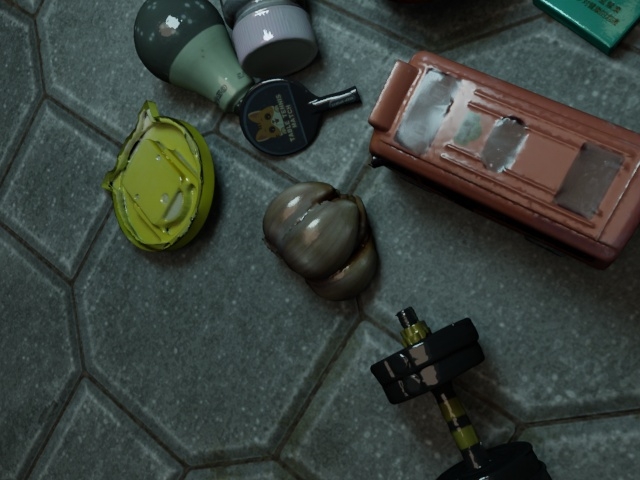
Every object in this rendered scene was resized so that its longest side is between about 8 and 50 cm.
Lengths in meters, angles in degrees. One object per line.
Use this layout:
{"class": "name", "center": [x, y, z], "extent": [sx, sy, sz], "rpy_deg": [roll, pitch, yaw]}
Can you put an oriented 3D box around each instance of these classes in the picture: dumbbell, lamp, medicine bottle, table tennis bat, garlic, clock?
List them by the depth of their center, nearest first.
{"class": "dumbbell", "center": [0.216, 0.285, 0.922], "extent": [0.185, 0.185, 0.388], "rpy_deg": [-30, 76, 17]}
{"class": "garlic", "center": [0.000, 0.000, 1.041], "extent": [0.191, 0.160, 0.214], "rpy_deg": [-45, 69, 18]}
{"class": "medicine bottle", "center": [-0.111, -0.464, 1.114], "extent": [0.165, 0.165, 0.273], "rpy_deg": [-19, 81, 19]}
{"class": "table tennis bat", "center": [-0.040, -0.246, 1.119], "extent": [0.236, 0.027, 0.150], "rpy_deg": [-14, 112, 9]}
{"class": "lamp", "center": [-0.225, -0.361, 1.146], "extent": [0.314, 0.182, 0.182], "rpy_deg": [37, 100, 15]}
{"class": "clock", "center": [-0.325, -0.118, 1.223], "extent": [0.277, 0.071, 0.293], "rpy_deg": [-48, 63, 23]}

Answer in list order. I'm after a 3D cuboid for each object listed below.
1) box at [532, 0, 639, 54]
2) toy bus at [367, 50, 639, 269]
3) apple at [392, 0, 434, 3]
{"class": "box", "center": [0.482, -0.436, 0.941], "extent": [0.161, 0.042, 0.226], "rpy_deg": [44, 102, 19]}
{"class": "toy bus", "center": [0.280, -0.128, 0.899], "extent": [0.426, 0.233, 0.203], "rpy_deg": [29, 97, 20]}
{"class": "apple", "center": [0.175, -0.537, 0.949], "extent": [0.301, 0.301, 0.302], "rpy_deg": [-2, 86, 21]}
